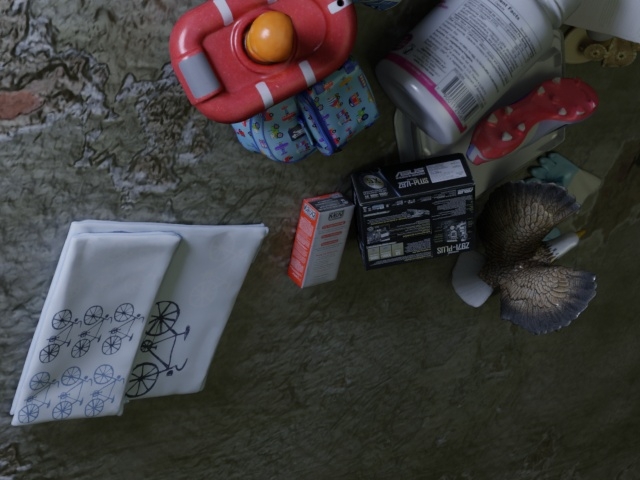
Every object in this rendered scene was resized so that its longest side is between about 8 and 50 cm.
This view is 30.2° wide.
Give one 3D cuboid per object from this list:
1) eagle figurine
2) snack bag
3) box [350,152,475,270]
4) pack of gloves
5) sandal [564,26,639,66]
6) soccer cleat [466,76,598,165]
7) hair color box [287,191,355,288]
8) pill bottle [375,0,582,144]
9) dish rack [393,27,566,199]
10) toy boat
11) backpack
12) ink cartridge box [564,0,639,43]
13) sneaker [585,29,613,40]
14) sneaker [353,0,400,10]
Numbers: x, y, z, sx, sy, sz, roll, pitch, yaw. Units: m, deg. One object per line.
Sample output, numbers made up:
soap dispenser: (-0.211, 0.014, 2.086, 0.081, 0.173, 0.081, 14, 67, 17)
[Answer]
eagle figurine: (0.354, 0.033, 1.998, 0.225, 0.226, 0.298, -61, 171, -2)
snack bag: (-0.250, 0.117, 1.688, 0.343, 0.037, 0.323, 0, 121, -44)
box: (0.145, -0.044, 1.835, 0.180, 0.077, 0.147, -11, 134, -3)
pack of gloves: (0.419, -0.053, 2.168, 0.232, 0.046, 0.195, 20, 107, -49)
sandal: (0.508, -0.330, 1.988, 0.240, 0.079, 0.088, -15, 131, -35)
soccer cleat: (0.329, -0.186, 1.846, 0.248, 0.083, 0.095, -26, 166, -31)
hair color box: (0.000, 0.000, 1.818, 0.072, 0.043, 0.141, -13, 131, -36)
pill bottle: (0.229, -0.287, 1.697, 0.283, 0.160, 0.160, -45, 142, -4)
dish rack: (0.277, -0.187, 1.902, 0.333, 0.072, 0.285, -33, 140, -17)
toy boat: (-0.061, -0.242, 1.428, 0.231, 0.151, 0.151, -29, 100, -10)
backpack: (-0.028, -0.178, 1.585, 0.173, 0.117, 0.158, -35, 139, -12)
ink cartridge box: (0.456, -0.384, 1.769, 0.171, 0.235, 0.056, 102, 4, -46)
sneaker: (0.444, -0.455, 1.828, 0.152, 0.114, 0.305, 0, 126, -18)
sneaker: (0.066, -0.338, 1.566, 0.211, 0.080, 0.081, -22, 132, -27)
